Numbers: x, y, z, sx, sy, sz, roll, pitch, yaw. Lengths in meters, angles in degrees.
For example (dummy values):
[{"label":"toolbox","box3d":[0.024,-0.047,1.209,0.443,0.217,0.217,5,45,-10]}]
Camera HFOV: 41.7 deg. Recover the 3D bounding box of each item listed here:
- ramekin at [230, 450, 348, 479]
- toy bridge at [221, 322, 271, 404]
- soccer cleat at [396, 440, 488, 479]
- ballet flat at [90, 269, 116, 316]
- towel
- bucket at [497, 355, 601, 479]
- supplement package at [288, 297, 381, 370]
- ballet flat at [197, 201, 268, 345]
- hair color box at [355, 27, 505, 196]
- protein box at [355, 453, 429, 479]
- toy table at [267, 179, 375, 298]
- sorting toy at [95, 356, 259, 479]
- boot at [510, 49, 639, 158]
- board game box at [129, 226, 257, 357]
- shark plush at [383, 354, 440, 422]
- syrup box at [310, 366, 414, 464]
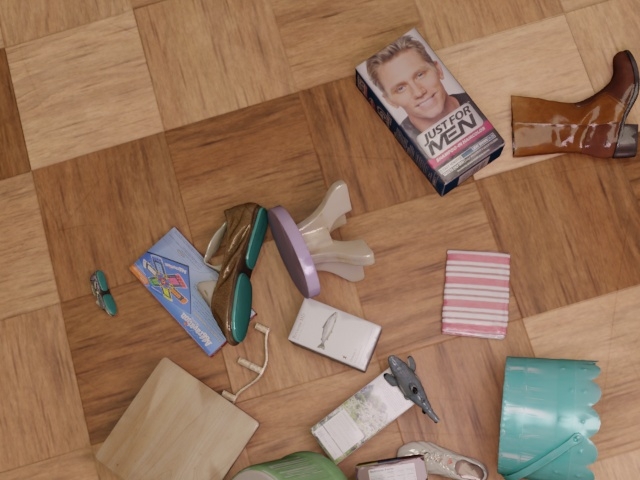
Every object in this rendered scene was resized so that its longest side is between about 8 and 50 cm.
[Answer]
[{"label":"ramekin","box3d":[-0.072,0.576,1.658,0.303,0.148,0.303,-8,79,46]},{"label":"toy bridge","box3d":[-0.154,0.280,1.872,0.063,0.026,0.188,24,81,7]},{"label":"soccer cleat","box3d":[0.259,0.469,1.778,0.196,0.076,0.068,12,79,7]},{"label":"ballet flat","box3d":[-0.500,0.126,1.927,0.041,0.041,0.114,-22,77,-1]},{"label":"towel","box3d":[0.347,0.118,1.874,0.144,0.029,0.197,5,76,5]},{"label":"bucket","box3d":[0.456,0.363,1.694,0.183,0.281,0.281,4,78,14]},{"label":"supplement package","box3d":[0.033,0.207,1.835,0.179,0.105,0.105,21,81,8]},{"label":"ballet flat","box3d":[-0.204,0.069,1.865,0.124,0.116,0.342,2,66,15]},{"label":"hair color box","box3d":[0.246,-0.294,1.928,0.174,0.105,0.347,-35,77,-4]},{"label":"protein box","box3d":[0.151,0.530,1.643,0.136,0.200,0.201,-9,76,2]},{"label":"toy table","box3d":[0.000,0.000,1.826,0.161,0.252,0.274,-19,44,-10]},{"label":"sorting toy","box3d":[-0.301,0.431,1.818,0.255,0.089,0.257,33,82,10]},{"label":"boot","box3d":[0.580,-0.314,1.936,0.280,0.096,0.264,3,86,12]},{"label":"board game box","box3d":[-0.291,0.116,1.916,0.145,0.027,0.281,-43,79,-7]},{"label":"shark plush","box3d":[0.184,0.309,1.726,0.073,0.067,0.161,-23,77,-3]},{"label":"syrup box","box3d":[0.098,0.369,1.800,0.237,0.096,0.093,-37,79,-7]}]
